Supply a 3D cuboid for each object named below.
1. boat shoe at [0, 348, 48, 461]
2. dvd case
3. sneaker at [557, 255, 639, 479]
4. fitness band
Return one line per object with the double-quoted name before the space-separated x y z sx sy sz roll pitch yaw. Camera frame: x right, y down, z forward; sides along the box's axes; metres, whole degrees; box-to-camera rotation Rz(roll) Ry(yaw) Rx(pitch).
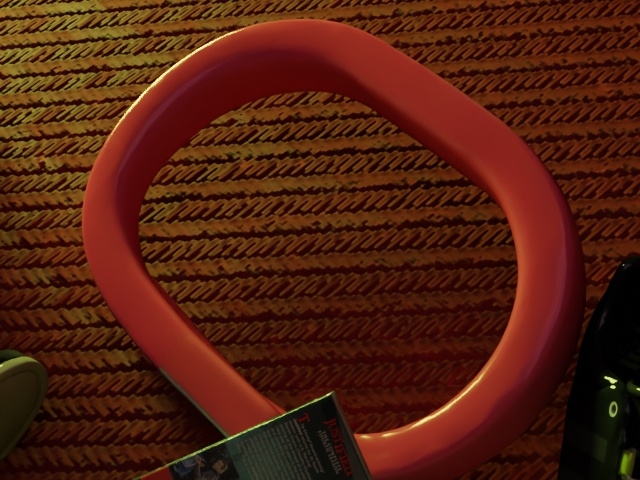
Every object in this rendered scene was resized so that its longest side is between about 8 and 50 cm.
"boat shoe" -0.231 0.115 0.591 0.206 0.075 0.065 -40 58 -14
"dvd case" -0.031 0.130 0.534 0.119 0.013 0.087 -26 84 9
"sneaker" 0.135 0.101 0.511 0.084 0.097 0.235 -1 52 11
"fitness band" 0.000 0.000 0.617 0.209 0.054 0.291 -45 56 -6
